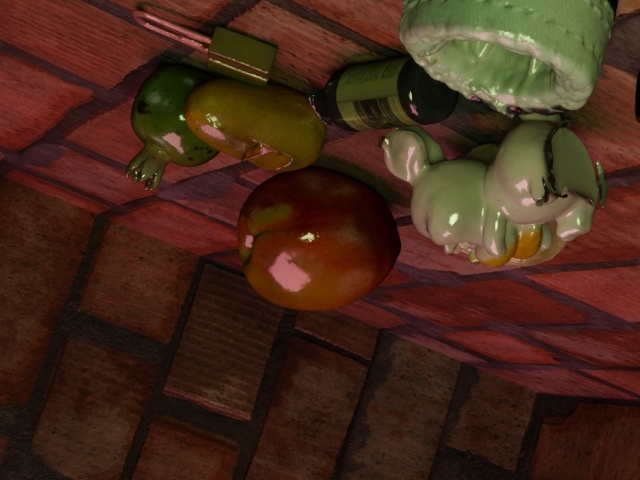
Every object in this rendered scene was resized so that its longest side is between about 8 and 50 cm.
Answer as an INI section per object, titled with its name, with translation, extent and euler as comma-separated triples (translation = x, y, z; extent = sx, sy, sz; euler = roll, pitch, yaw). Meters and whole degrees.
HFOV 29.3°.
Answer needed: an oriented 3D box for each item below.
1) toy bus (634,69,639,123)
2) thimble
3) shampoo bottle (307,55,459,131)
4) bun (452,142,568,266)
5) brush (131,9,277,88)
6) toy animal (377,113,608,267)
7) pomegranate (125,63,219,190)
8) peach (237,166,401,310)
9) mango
[toy bus]
translation = 0.494, -0.196, 1.338
extent = 0.092, 0.093, 0.409
euler = 15, 169, -20
[thimble]
translation = 0.209, -0.248, 1.379
extent = 0.237, 0.150, 0.237
euler = 18, 167, 4
[shampoo bottle]
translation = 0.076, -0.213, 1.812
extent = 0.101, 0.101, 0.284
euler = 27, 165, -34
[bun]
translation = 0.303, -0.067, 2.006
extent = 0.259, 0.160, 0.259
euler = 24, 155, 12
[brush]
translation = -0.185, -0.306, 1.901
extent = 0.233, 0.047, 0.103
euler = 20, 170, -5
[toy animal]
translation = 0.241, -0.078, 1.792
extent = 0.310, 0.247, 0.183
euler = -10, -172, 39
[pomegranate]
translation = -0.252, -0.188, 2.093
extent = 0.187, 0.225, 0.187
euler = 31, 168, 7
[peach]
translation = 0.000, 0.000, 2.438
extent = 0.332, 0.308, 0.308
euler = 5, 172, -19
[mango]
translation = -0.107, -0.191, 1.989
extent = 0.262, 0.130, 0.167
euler = 13, -149, -32
